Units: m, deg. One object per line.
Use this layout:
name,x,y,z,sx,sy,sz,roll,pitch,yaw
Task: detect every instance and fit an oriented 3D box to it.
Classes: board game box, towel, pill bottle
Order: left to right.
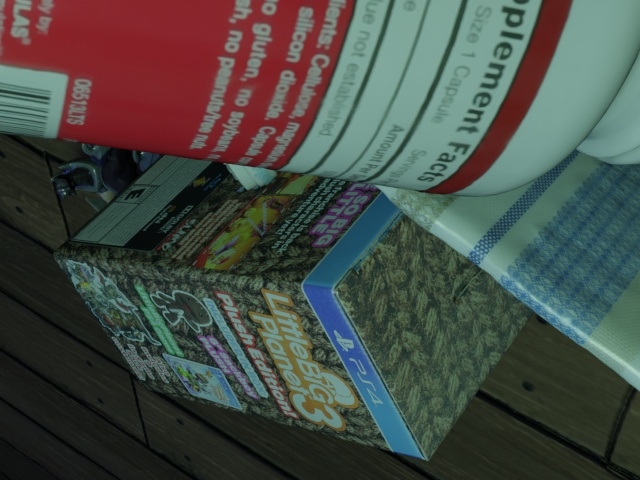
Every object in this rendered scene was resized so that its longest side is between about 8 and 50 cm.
pill bottle,-0.002,-0.142,0.486,0.407,0.229,0.229,7,151,-15
board game box,0.000,0.000,0.795,0.291,0.232,0.141,5,133,45
towel,0.138,-0.034,0.628,0.285,0.209,0.034,37,137,11

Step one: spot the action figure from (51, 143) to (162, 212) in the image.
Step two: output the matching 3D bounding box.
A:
action figure,-0.179,-0.045,1.067,0.185,0.099,0.285,29,149,12

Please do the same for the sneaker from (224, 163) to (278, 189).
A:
sneaker,-0.076,-0.220,0.752,0.366,0.150,0.135,61,179,5
